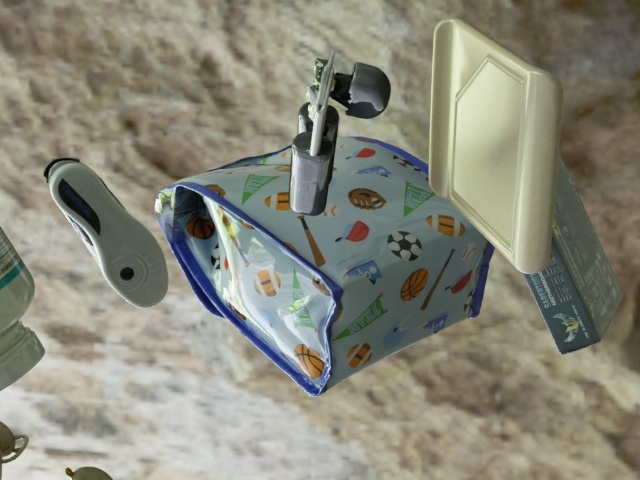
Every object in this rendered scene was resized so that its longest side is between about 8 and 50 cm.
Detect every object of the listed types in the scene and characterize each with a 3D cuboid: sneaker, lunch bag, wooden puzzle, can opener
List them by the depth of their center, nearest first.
[{"bbox_3d":[0.189,-0.109,1.346,0.044,0.239,0.221,-10,-63,-19],"label":"wooden puzzle"},{"bbox_3d":[0.018,-0.107,1.360,0.095,0.076,0.283,11,-23,2],"label":"can opener"},{"bbox_3d":[-0.269,-0.020,1.584,0.079,0.121,0.217,-34,-66,-6],"label":"sneaker"},{"bbox_3d":[0.000,0.000,1.767,0.328,0.385,0.239,-22,-43,-38],"label":"lunch bag"}]

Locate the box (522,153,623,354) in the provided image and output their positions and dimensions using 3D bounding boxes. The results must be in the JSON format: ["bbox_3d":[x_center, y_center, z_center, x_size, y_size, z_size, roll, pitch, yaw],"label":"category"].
[{"bbox_3d":[0.293,0.004,1.551,0.059,0.233,0.183,-24,6,26],"label":"box"}]

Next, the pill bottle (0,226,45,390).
[{"bbox_3d":[-0.359,0.018,1.135,0.146,0.146,0.264,-18,-71,37],"label":"pill bottle"}]

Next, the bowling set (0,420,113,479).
[{"bbox_3d":[-0.360,0.269,1.205,0.287,0.154,0.200,34,-74,-13],"label":"bowling set"}]
